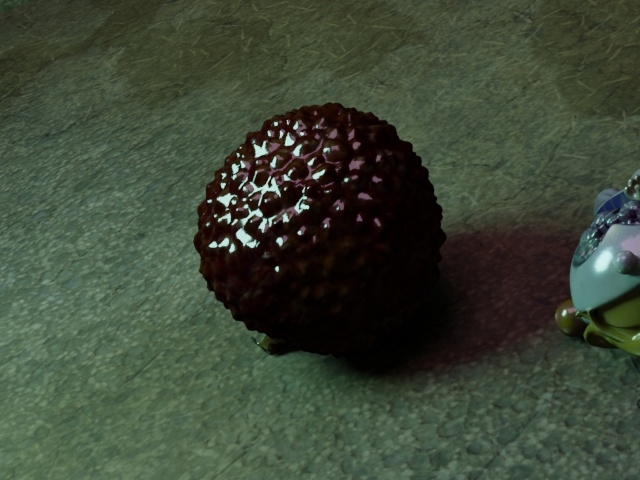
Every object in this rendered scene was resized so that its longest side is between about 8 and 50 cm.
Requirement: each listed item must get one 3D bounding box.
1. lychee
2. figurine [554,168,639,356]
[{"bbox_3d":[0.000,0.000,1.609,0.264,0.300,0.264,16,33,-10],"label":"lychee"},{"bbox_3d":[0.313,0.001,1.493,0.194,0.133,0.274,-19,23,38],"label":"figurine"}]
